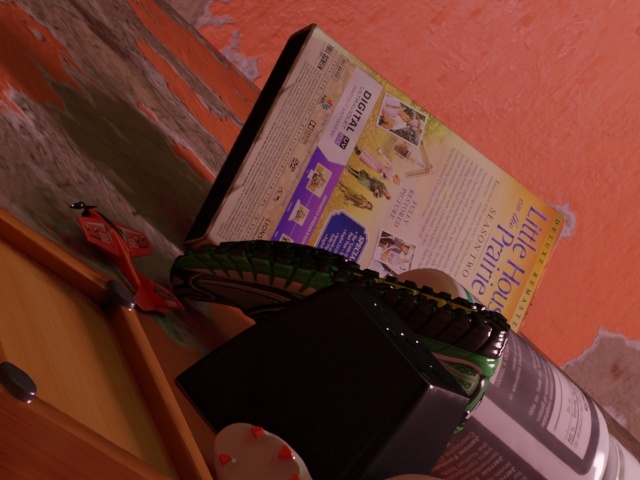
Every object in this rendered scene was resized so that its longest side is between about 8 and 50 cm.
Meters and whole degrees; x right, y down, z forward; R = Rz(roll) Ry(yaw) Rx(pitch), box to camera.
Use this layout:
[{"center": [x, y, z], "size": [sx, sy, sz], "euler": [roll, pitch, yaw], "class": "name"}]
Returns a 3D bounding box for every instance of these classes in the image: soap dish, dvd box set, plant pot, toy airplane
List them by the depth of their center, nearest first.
[{"center": [-0.178, 0.090, 1.018], "size": [0.229, 0.118, 0.291], "euler": [39, 11, -38], "class": "soap dish"}, {"center": [0.020, 0.145, 1.564], "size": [0.187, 0.167, 0.188], "euler": [50, 8, 23], "class": "plant pot"}, {"center": [-0.182, 0.019, 1.657], "size": [0.151, 0.028, 0.151], "euler": [44, 10, -9], "class": "toy airplane"}, {"center": [0.076, -0.012, 2.080], "size": [0.420, 0.308, 0.062], "euler": [35, -24, -22], "class": "dvd box set"}]

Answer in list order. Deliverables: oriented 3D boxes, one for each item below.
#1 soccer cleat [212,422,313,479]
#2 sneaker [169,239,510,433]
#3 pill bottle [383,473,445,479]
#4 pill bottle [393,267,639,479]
[{"center": [-0.015, 0.225, 1.397], "size": [0.196, 0.068, 0.076], "euler": [42, -23, 21], "class": "soccer cleat"}, {"center": [0.002, 0.091, 1.719], "size": [0.343, 0.146, 0.134], "euler": [20, 9, 18], "class": "sneaker"}, {"center": [0.114, 0.276, 1.509], "size": [0.131, 0.131, 0.229], "euler": [49, 9, 26], "class": "pill bottle"}, {"center": [0.182, 0.208, 1.922], "size": [0.361, 0.204, 0.204], "euler": [41, 9, -28], "class": "pill bottle"}]
